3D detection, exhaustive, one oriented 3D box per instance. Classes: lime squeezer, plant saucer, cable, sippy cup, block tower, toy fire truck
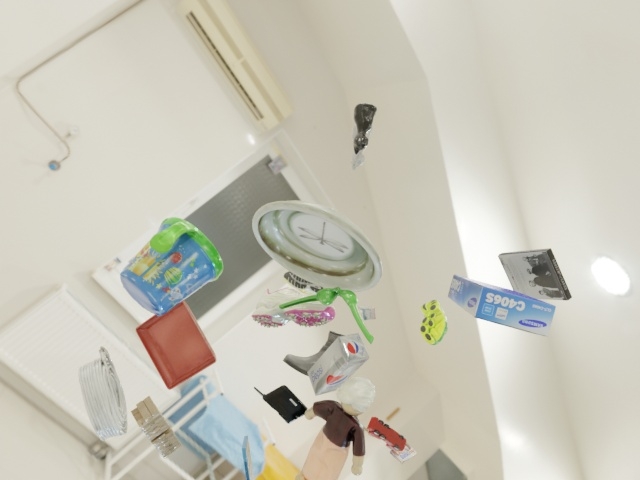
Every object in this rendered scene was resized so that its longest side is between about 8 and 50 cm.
[{"bbox_3d":[0.030,0.174,1.176,0.310,0.110,0.059,13,-12,38],"label":"lime squeezer"},{"bbox_3d":[0.000,0.000,1.297,0.400,0.101,0.400,20,-30,12],"label":"plant saucer"},{"bbox_3d":[-0.698,0.509,1.449,0.257,0.089,0.257,-128,-152,-46],"label":"cable"},{"bbox_3d":[-0.445,0.087,1.310,0.240,0.224,0.305,11,-45,36],"label":"sippy cup"},{"bbox_3d":[-0.686,0.788,1.885,0.097,0.091,0.335,37,-33,37],"label":"block tower"},{"bbox_3d":[-0.508,0.364,1.602,0.259,0.258,0.047,58,22,5],"label":"plant saucer"},{"bbox_3d":[0.179,0.637,1.506,0.192,0.047,0.135,38,-33,-8],"label":"toy fire truck"}]

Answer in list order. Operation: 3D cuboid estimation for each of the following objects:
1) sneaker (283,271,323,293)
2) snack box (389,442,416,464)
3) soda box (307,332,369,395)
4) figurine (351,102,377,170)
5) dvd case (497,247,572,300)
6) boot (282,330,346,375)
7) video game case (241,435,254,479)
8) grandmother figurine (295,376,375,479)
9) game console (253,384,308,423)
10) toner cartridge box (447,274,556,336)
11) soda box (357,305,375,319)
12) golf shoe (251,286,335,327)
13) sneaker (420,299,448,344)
[{"bbox_3d":[-0.093,0.215,2.165,0.208,0.081,0.094,28,-31,-20],"label":"sneaker"},{"bbox_3d":[0.348,0.892,1.890,0.064,0.022,0.178,40,9,30],"label":"snack box"},{"bbox_3d":[0.056,0.438,1.570,0.286,0.091,0.098,-58,-135,44],"label":"soda box"},{"bbox_3d":[0.166,-0.422,1.875,0.092,0.209,0.215,10,-22,3],"label":"figurine"},{"bbox_3d":[0.735,0.119,1.558,0.179,0.029,0.238,65,-16,-2],"label":"dvd case"},{"bbox_3d":[0.009,0.508,2.038,0.338,0.223,0.118,24,-6,-25],"label":"boot"},{"bbox_3d":[-0.245,0.766,1.522,0.119,0.015,0.166,136,-55,-83],"label":"video game case"},{"bbox_3d":[0.041,0.491,1.141,0.207,0.342,0.104,31,17,26],"label":"grandmother figurine"},{"bbox_3d":[-0.108,0.436,1.233,0.122,0.107,0.071,53,11,-25],"label":"game console"},{"bbox_3d":[0.441,0.154,1.146,0.165,0.075,0.348,14,2,7],"label":"toner cartridge box"},{"bbox_3d":[0.229,0.362,2.256,0.183,0.063,0.058,130,-46,-83],"label":"soda box"},{"bbox_3d":[-0.088,0.211,1.490,0.306,0.140,0.115,-5,-38,26],"label":"golf shoe"},{"bbox_3d":[0.469,0.337,1.798,0.123,0.109,0.295,56,20,-6],"label":"sneaker"}]
